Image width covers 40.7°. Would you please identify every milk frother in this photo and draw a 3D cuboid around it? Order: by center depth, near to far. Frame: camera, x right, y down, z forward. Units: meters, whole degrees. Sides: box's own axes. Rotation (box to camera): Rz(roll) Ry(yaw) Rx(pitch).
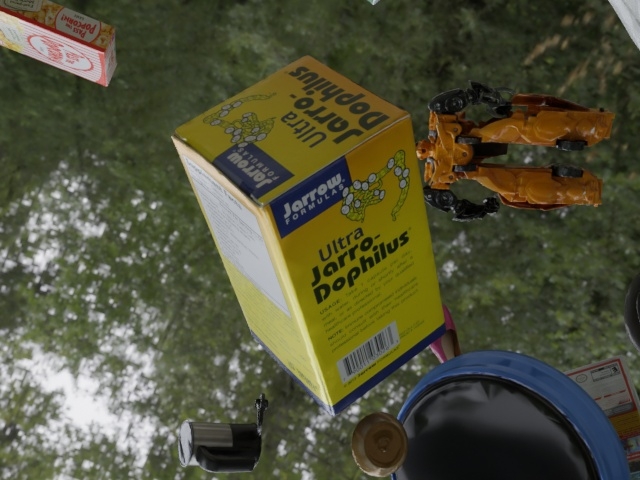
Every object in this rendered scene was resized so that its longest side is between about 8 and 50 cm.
[{"bbox_3d":[-0.170,0.340,1.549,0.134,0.143,0.129,8,175,-26],"label":"milk frother"}]

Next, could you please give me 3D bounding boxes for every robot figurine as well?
[{"bbox_3d":[0.281,-0.131,1.293,0.291,0.211,0.085,3,-164,-2],"label":"robot figurine"}]

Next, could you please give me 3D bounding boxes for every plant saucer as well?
[{"bbox_3d":[0.081,0.266,1.125,0.083,0.083,0.015,21,162,-18],"label":"plant saucer"}]

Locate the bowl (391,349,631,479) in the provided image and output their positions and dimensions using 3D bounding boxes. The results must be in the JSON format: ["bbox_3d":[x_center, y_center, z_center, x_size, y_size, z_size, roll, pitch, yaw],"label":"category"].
[{"bbox_3d":[0.282,0.371,1.363,0.391,0.391,0.077,34,-154,26],"label":"bowl"}]

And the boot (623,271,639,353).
[{"bbox_3d":[0.531,0.113,0.859,0.284,0.138,0.377,4,-174,-43],"label":"boot"}]

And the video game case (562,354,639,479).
[{"bbox_3d":[0.510,0.371,1.610,0.025,0.204,0.285,47,-152,-48],"label":"video game case"}]

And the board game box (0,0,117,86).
[{"bbox_3d":[-0.399,-0.304,1.266,0.193,0.045,0.147,21,167,-8],"label":"board game box"}]

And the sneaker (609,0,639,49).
[{"bbox_3d":[0.417,-0.289,0.950,0.292,0.108,0.169,40,160,-16],"label":"sneaker"}]

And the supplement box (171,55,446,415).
[{"bbox_3d":[0.000,0.000,1.029,0.195,0.356,0.194,-34,-135,-18],"label":"supplement box"}]

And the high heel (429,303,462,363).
[{"bbox_3d":[0.305,0.257,1.920,0.082,0.244,0.117,13,161,-37],"label":"high heel"}]

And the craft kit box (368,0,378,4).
[{"bbox_3d":[0.171,-0.561,1.470,0.061,0.246,0.250,40,156,16],"label":"craft kit box"}]
